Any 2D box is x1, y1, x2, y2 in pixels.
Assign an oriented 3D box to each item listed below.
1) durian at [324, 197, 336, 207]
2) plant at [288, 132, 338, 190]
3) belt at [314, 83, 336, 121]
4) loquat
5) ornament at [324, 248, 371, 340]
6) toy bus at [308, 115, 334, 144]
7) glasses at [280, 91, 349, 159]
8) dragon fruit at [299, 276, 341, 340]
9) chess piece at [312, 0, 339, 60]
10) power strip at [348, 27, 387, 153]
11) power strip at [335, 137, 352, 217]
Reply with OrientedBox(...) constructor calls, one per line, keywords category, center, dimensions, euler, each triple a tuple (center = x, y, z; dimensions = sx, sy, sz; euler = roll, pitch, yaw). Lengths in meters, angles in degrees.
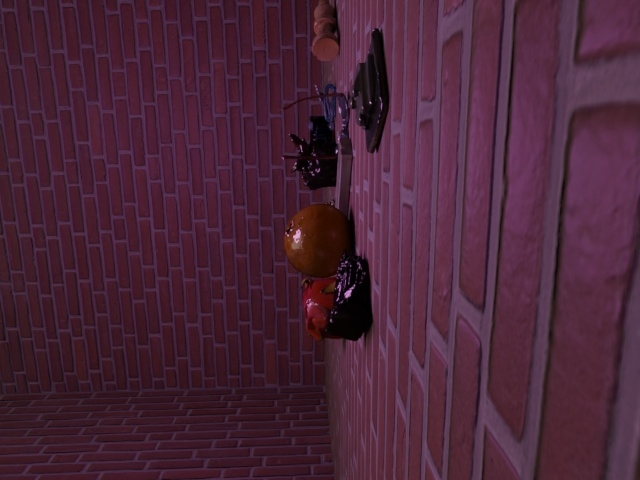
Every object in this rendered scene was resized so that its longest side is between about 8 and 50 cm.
OrientedBox(category="durian", center=(0.045, -0.069, 2.120), dimensions=(0.198, 0.163, 0.394), euler=(63, -171, -9))
OrientedBox(category="plant", center=(-0.013, -0.301, 1.944), dimensions=(0.178, 0.233, 0.204), euler=(-104, 18, -56))
OrientedBox(category="belt", center=(0.028, -0.655, 2.348), dimensions=(0.065, 0.100, 0.179), euler=(-82, -11, -79))
OrientedBox(category="loquat", center=(0.000, 0.000, 1.729), dimensions=(0.263, 0.263, 0.263), euler=(179, 90, -88))
OrientedBox(category="ornament", center=(0.084, 0.131, 1.392), dimensions=(0.251, 0.106, 0.260), euler=(111, 168, -65))
OrientedBox(category="toy bus", center=(0.005, -0.476, 2.484), dimensions=(0.167, 0.138, 0.275), euler=(90, 180, -64))
OrientedBox(category="glasses", center=(-0.024, -0.402, 1.744), dimensions=(0.118, 0.268, 0.234), euler=(-132, 39, -57))
OrientedBox(category="dragon fruit", center=(0.006, 0.295, 2.112), dimensions=(0.290, 0.189, 0.291), euler=(180, 90, -88))
OrientedBox(category="chess piece", center=(0.023, -0.958, 2.194), dimensions=(0.117, 0.117, 0.397), euler=(92, 179, -52))
OrientedBox(category="power strip", center=(0.097, -0.323, 1.088), dimensions=(0.198, 0.064, 0.213), euler=(99, 171, -66))
OrientedBox(category="power strip", center=(0.082, -0.203, 1.799), dimensions=(0.367, 0.043, 0.106), euler=(92, 177, -47))
